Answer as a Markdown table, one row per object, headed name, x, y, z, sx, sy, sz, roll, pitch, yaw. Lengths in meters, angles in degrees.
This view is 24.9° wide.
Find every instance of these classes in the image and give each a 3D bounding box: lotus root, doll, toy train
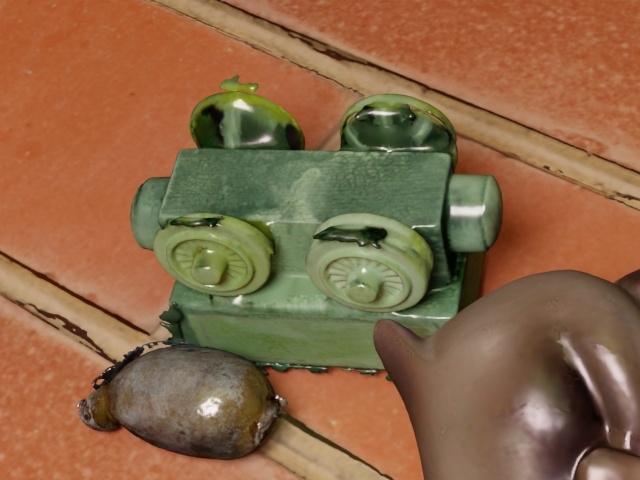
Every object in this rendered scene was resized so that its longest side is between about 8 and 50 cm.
| name | x | y | z | sx | sy | sz | roll | pitch | yaw |
| --- | --- | --- | --- | --- | --- | --- | --- | --- | --- |
| lotus root | -0.102 | 0.116 | 1.058 | 0.165 | 0.088 | 0.088 | 4 | 52 | 27 |
| doll | 0.237 | 0.100 | 0.914 | 0.370 | 0.215 | 0.226 | -17 | 9 | -7 |
| toy train | 0.000 | 0.000 | 1.058 | 0.272 | 0.188 | 0.159 | 2 | 52 | 16 |
